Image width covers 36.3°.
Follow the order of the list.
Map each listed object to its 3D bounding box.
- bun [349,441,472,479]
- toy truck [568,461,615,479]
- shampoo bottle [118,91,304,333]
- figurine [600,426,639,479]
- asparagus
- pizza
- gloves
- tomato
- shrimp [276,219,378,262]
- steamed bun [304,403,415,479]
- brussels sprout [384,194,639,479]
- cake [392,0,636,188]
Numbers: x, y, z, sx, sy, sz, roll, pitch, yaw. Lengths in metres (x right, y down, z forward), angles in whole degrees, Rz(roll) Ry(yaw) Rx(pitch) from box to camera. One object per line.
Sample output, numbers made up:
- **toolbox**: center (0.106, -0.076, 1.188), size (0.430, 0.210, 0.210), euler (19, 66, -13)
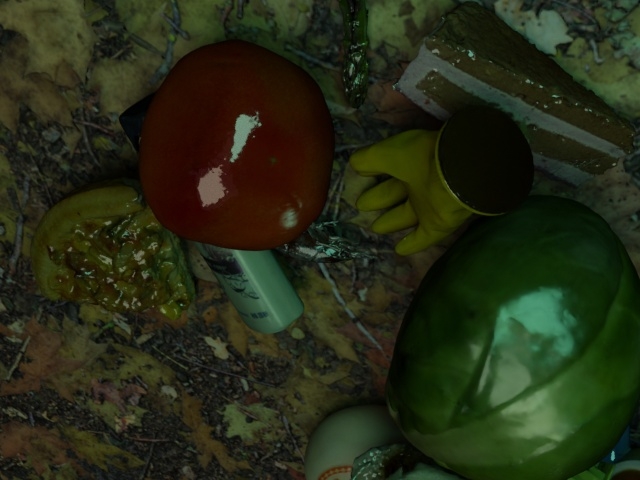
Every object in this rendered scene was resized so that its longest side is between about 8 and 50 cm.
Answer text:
- **bun**: center (0.159, 0.400, 1.299), size (0.281, 0.281, 0.204), euler (23, 88, 4)
- **toy truck**: center (0.317, 0.300, 1.352), size (0.128, 0.135, 0.259), euler (33, 161, -4)
- **shampoo bottle**: center (-0.152, -0.035, 1.337), size (0.134, 0.078, 0.359), euler (9, 135, 56)
- **figurine**: center (0.483, 0.374, 1.342), size (0.298, 0.243, 0.416), euler (-2, 144, 10)
- **asparagus**: center (0.040, -0.231, 1.165), size (0.036, 0.030, 0.165), euler (-5, 123, -5)
- **pizza**: center (-0.334, 0.009, 1.413), size (0.268, 0.087, 0.258), euler (5, 136, 20)
- **gloves**: center (0.118, -0.059, 1.152), size (0.294, 0.116, 0.133), euler (-23, 77, 64)
- **tomato**: center (-0.090, -0.108, 1.171), size (0.260, 0.180, 0.259), euler (-7, 109, -22)
- **shrimp**: center (0.000, 0.000, 1.327), size (0.165, 0.065, 0.056), euler (12, 159, 6)
- **steamed bun**: center (0.080, 0.372, 1.504), size (0.232, 0.145, 0.232), euler (10, 127, 13)
- **brussels sprout**: center (0.221, 0.132, 1.151), size (0.276, 0.315, 0.371), euler (23, 122, -11)
- **cake**: center (0.225, -0.165, 1.122), size (0.295, 0.112, 0.116), euler (29, 136, -16)
